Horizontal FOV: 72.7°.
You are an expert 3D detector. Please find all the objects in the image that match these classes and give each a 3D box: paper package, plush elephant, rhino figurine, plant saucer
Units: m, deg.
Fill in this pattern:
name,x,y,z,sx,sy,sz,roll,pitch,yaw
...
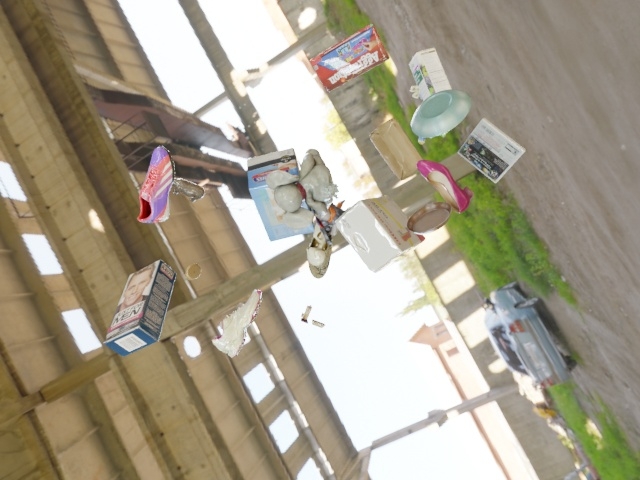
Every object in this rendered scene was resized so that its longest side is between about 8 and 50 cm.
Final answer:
name,x,y,z,sx,sy,sz,roll,pitch,yaw
paper package,0.436,-0.494,2.407,0.309,0.168,0.325,56,-163,1
plush elephant,-0.081,-0.200,1.752,0.330,0.255,0.272,-123,19,-69
rhino figurine,-0.672,-0.260,2.101,0.243,0.106,0.073,22,-114,-30
plant saucer,0.387,-0.075,1.538,0.029,0.168,0.168,54,-166,-25
plant saucer,0.359,-0.401,1.332,0.037,0.195,0.195,41,-158,-40

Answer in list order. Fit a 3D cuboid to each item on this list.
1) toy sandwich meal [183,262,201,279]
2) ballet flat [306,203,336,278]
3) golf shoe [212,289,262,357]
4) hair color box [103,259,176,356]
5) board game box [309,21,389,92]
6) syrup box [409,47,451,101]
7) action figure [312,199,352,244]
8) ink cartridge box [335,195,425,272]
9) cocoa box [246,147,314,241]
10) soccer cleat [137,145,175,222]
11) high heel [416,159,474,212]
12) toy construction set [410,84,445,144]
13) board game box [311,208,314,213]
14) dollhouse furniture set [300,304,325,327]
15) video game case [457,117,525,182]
name,x,y,z,sx,sy,sz,roll,pitch,yaw
toy sandwich meal,-0.603,0.147,2.051,0.029,0.085,0.085,10,148,46
ballet flat,0.000,0.000,2.692,0.182,0.164,0.482,12,-86,-65
golf shoe,-0.355,0.341,1.870,0.140,0.306,0.115,25,168,0
hair color box,-0.682,0.250,1.669,0.105,0.174,0.347,54,-161,-35
board game box,0.112,-0.707,1.698,0.145,0.281,0.027,55,-149,-26
syrup box,0.471,-0.680,1.849,0.093,0.096,0.237,133,116,-78
action figure,0.065,-0.168,2.219,0.330,0.178,0.341,-10,-107,-58
ink cartridge box,0.272,-0.038,1.901,0.279,0.160,0.385,52,-153,11
cocoa box,-0.179,-0.204,2.012,0.347,0.231,0.228,74,-177,-46
soccer cleat,-0.665,-0.218,1.747,0.109,0.318,0.116,23,-157,25
high heel,0.432,-0.195,1.567,0.244,0.082,0.117,41,-127,7
toy construction set,0.587,-0.676,2.292,0.151,0.215,0.327,58,-159,-76
board game box,-0.091,-0.141,2.436,0.047,0.210,0.160,34,168,-26
dollhouse furniture set,-0.024,0.339,1.982,0.114,0.081,0.091,22,-177,-4
video game case,0.628,-0.331,1.612,0.190,0.173,0.022,43,-126,13
